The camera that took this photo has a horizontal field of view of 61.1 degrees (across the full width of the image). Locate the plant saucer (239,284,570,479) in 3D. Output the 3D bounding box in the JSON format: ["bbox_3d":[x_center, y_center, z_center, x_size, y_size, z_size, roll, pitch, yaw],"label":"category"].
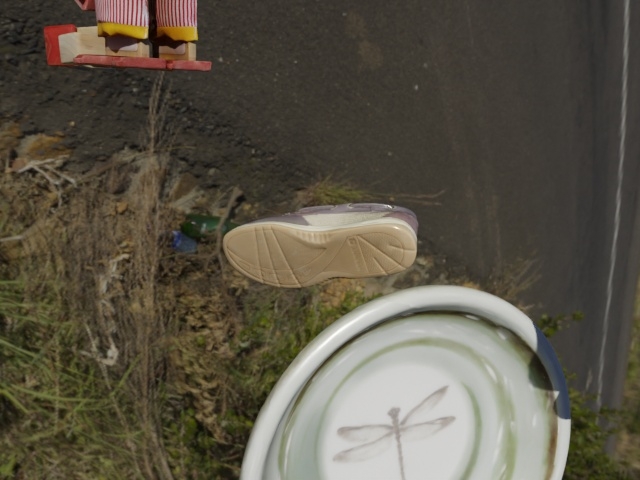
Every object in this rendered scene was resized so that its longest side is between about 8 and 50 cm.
[{"bbox_3d":[0.097,0.238,0.620,0.400,0.100,0.400,-3,100,-19],"label":"plant saucer"}]

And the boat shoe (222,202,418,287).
[{"bbox_3d":[0.000,0.000,0.763,0.092,0.285,0.103,-55,133,-55],"label":"boat shoe"}]

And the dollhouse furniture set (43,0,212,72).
[{"bbox_3d":[-0.329,-0.353,0.794,0.152,0.374,0.201,-16,114,-48],"label":"dollhouse furniture set"}]
